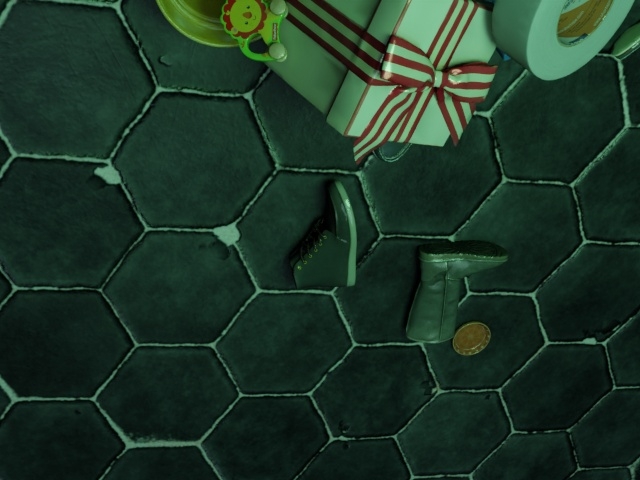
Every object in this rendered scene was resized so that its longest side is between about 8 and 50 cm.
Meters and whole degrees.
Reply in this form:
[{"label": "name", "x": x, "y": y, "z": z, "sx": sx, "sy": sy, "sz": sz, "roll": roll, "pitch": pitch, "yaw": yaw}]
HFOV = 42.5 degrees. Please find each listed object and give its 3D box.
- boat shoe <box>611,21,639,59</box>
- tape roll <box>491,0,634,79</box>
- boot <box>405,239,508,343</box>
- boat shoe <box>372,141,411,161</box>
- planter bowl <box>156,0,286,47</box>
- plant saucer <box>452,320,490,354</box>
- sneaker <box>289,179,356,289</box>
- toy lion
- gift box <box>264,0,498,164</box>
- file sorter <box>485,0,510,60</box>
[{"label": "boat shoe", "x": 0.570, "y": -0.363, "z": 1.436, "sx": 0.137, "sy": 0.049, "sz": 0.043, "roll": -44, "pitch": 123, "yaw": 7}, {"label": "tape roll", "x": 0.338, "y": -0.332, "z": 1.120, "sx": 0.219, "sy": 0.072, "sz": 0.219, "roll": -28, "pitch": 144, "yaw": -22}, {"label": "boot", "x": 0.265, "y": 0.105, "z": 1.618, "sx": 0.189, "sy": 0.076, "sz": 0.209, "roll": 0, "pitch": 114, "yaw": 2}, {"label": "boat shoe", "x": 0.161, "y": -0.238, "z": 1.386, "sx": 0.095, "sy": 0.079, "sz": 0.255, "roll": 19, "pitch": 113, "yaw": -24}, {"label": "planter bowl", "x": -0.143, "y": -0.402, "z": 1.204, "sx": 0.217, "sy": 0.090, "sz": 0.217, "roll": -8, "pitch": 124, "yaw": -12}, {"label": "plant saucer", "x": 0.315, "y": 0.203, "z": 1.724, "sx": 0.083, "sy": 0.013, "sz": 0.084, "roll": -7, "pitch": 122, "yaw": -11}, {"label": "sneaker", "x": 0.000, "y": 0.000, "z": 1.483, "sx": 0.118, "sy": 0.083, "sz": 0.222, "roll": -9, "pitch": 123, "yaw": -8}, {"label": "toy lion", "x": -0.095, "y": -0.307, "z": 1.179, "sx": 0.096, "sy": 0.034, "sz": 0.100, "roll": 1, "pitch": 93, "yaw": 6}, {"label": "gift box", "x": 0.101, "y": -0.268, "z": 1.212, "sx": 0.255, "sy": 0.258, "sz": 0.276, "roll": -6, "pitch": 128, "yaw": -41}, {"label": "file sorter", "x": 0.301, "y": -0.382, "z": 1.268, "sx": 0.118, "sy": 0.170, "sz": 0.104, "roll": -20, "pitch": 139, "yaw": -2}]
